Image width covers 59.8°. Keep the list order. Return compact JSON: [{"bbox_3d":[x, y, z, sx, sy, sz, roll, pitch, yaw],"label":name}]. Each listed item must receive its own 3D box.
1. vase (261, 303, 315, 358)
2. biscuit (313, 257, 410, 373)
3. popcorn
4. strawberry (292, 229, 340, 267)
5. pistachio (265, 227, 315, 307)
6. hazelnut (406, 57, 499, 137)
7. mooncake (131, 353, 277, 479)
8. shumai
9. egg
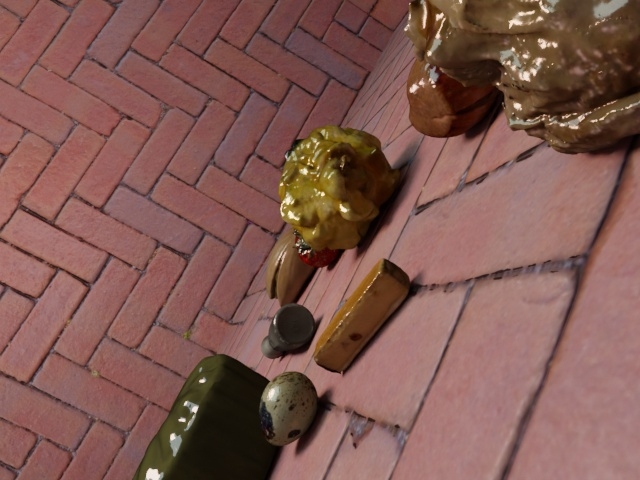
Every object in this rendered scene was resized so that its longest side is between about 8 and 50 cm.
[{"bbox_3d":[-0.080,0.204,1.182,0.086,0.086,0.214,-64,5,-28],"label":"vase"},{"bbox_3d":[0.056,0.110,0.780,0.188,0.056,0.052,-56,7,29],"label":"biscuit"},{"bbox_3d":[0.037,-0.111,1.141,0.251,0.215,0.287,-4,51,40],"label":"popcorn"},{"bbox_3d":[0.004,0.003,1.308,0.131,0.148,0.131,-13,69,34],"label":"strawberry"},{"bbox_3d":[-0.074,0.067,1.483,0.136,0.135,0.226,-139,72,-81],"label":"pistachio"},{"bbox_3d":[0.204,-0.231,0.853,0.154,0.143,0.143,101,-166,-64],"label":"hazelnut"},{"bbox_3d":[-0.212,0.382,0.990,0.351,0.187,0.351,-55,9,14],"label":"mooncake"},{"bbox_3d":[0.198,-0.238,0.469,0.267,0.262,0.314,-57,11,22],"label":"shumai"},{"bbox_3d":[-0.049,0.248,0.820,0.110,0.085,0.085,-63,9,-1],"label":"egg"}]
